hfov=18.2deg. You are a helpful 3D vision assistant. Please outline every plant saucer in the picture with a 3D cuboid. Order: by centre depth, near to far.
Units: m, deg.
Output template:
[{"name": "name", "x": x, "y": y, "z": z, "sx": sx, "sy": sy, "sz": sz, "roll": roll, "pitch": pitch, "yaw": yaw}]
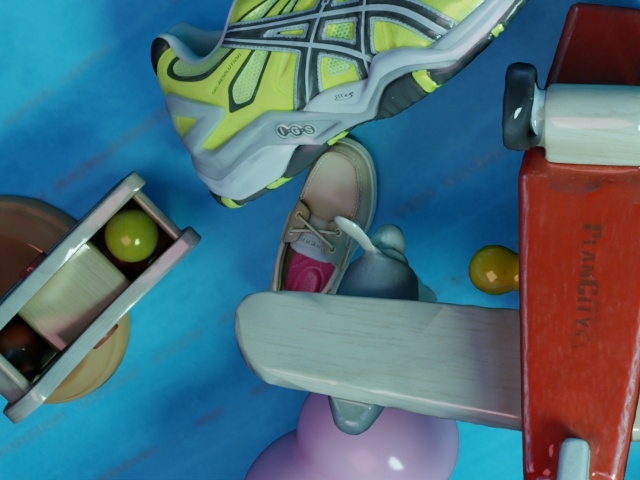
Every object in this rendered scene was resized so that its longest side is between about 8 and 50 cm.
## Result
[{"name": "plant saucer", "x": -0.261, "y": 0.058, "z": 1.734, "sx": 0.200, "sy": 0.037, "sz": 0.200, "roll": 10, "pitch": 119, "yaw": 19}]

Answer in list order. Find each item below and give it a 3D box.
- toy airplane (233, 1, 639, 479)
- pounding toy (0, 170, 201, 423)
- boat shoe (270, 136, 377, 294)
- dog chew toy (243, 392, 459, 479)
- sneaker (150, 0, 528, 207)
[{"name": "toy airplane", "x": 0.190, "y": 0.078, "z": 1.410, "sx": 0.384, "sy": 0.272, "sz": 0.386, "roll": -41, "pitch": 79, "yaw": 2}, {"name": "pounding toy", "x": -0.240, "y": 0.037, "z": 1.601, "sx": 0.269, "sy": 0.154, "sz": 0.155, "roll": -44, "pitch": 97, "yaw": 7}, {"name": "boat shoe", "x": 0.000, "y": 0.000, "z": 1.577, "sx": 0.063, "sy": 0.059, "sz": 0.170, "roll": 21, "pitch": 121, "yaw": 13}, {"name": "dog chew toy", "x": 0.015, "y": 0.244, "z": 1.618, "sx": 0.207, "sy": 0.206, "sz": 0.332, "roll": 25, "pitch": 114, "yaw": 11}, {"name": "sneaker", "x": 0.022, "y": -0.164, "z": 1.438, "sx": 0.385, "sy": 0.145, "sz": 0.147, "roll": -32, "pitch": 99, "yaw": 31}]
